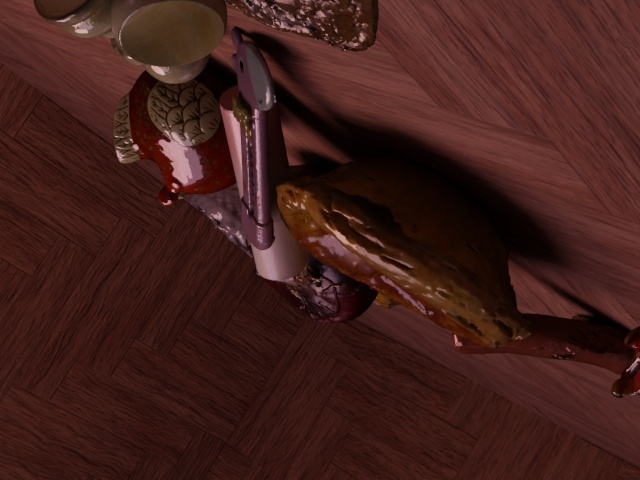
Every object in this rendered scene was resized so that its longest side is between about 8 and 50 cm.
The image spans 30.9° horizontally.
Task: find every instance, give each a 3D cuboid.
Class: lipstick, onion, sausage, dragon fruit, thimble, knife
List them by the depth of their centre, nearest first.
[{"bbox_3d":[0.470,0.155,1.533,0.133,0.207,0.150,45,-145,-7],"label":"dragon fruit"},{"bbox_3d":[-0.098,-0.123,1.662,0.399,0.038,0.132,90,156,-48],"label":"knife"},{"bbox_3d":[-0.087,-0.088,1.830,0.087,0.087,0.327,26,140,39],"label":"lipstick"},{"bbox_3d":[0.377,0.163,1.884,0.326,0.079,0.087,7,127,2],"label":"sausage"},{"bbox_3d":[0.000,0.000,2.085,0.314,0.232,0.314,34,141,33],"label":"onion"},{"bbox_3d":[-0.155,-0.077,2.408,0.217,0.157,0.245,50,171,-37],"label":"thimble"}]

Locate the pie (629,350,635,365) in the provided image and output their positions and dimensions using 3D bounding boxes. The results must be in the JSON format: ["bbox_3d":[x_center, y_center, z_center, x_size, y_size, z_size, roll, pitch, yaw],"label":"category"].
[{"bbox_3d":[0.601,0.246,1.659,0.288,0.103,0.354,32,174,-40],"label":"pie"}]

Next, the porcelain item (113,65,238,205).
[{"bbox_3d":[-0.218,-0.167,1.901,0.253,0.253,0.253,32,173,5],"label":"porcelain item"}]

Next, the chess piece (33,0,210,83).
[{"bbox_3d":[-0.246,-0.296,1.552,0.144,0.144,0.251,26,175,39],"label":"chess piece"}]

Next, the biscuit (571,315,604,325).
[{"bbox_3d":[0.471,0.153,1.952,0.081,0.018,0.083,33,173,-8],"label":"biscuit"}]

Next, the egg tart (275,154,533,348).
[{"bbox_3d":[0.140,0.001,1.720,0.443,0.178,0.443,31,175,3],"label":"egg tart"}]

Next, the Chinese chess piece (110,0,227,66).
[{"bbox_3d":[-0.187,-0.276,1.428,0.144,0.144,0.058,44,-151,-58],"label":"Chinese chess piece"}]

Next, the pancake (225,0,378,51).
[{"bbox_3d":[-0.096,-0.307,1.025,0.387,0.082,0.387,35,170,7],"label":"pancake"}]

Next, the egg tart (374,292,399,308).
[{"bbox_3d":[0.096,0.034,2.302,0.341,0.132,0.341,33,172,5],"label":"egg tart"}]
